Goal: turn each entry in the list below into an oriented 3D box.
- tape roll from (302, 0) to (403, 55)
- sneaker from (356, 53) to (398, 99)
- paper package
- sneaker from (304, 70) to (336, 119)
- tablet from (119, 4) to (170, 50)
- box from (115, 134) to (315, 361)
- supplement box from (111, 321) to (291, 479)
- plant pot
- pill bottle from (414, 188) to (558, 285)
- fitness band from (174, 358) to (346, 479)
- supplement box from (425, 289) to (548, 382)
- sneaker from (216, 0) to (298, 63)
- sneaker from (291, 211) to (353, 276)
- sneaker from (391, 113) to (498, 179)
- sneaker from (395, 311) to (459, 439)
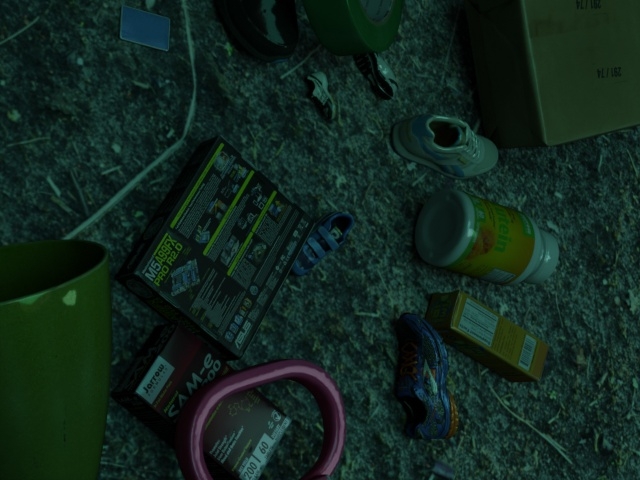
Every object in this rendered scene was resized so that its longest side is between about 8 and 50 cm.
[{"bbox_3d":[0.051,-0.462,1.935,0.321,0.077,0.321,-2,90,-68],"label":"tape roll"},{"bbox_3d":[0.098,-0.296,2.063,0.109,0.040,0.044,60,36,-16],"label":"sneaker"},{"bbox_3d":[0.456,-0.340,2.205,0.325,0.168,0.309,-16,100,-28],"label":"paper package"},{"bbox_3d":[-0.002,-0.237,1.977,0.037,0.032,0.083,-19,88,-25],"label":"sneaker"},{"bbox_3d":[-0.264,-0.319,1.801,0.083,0.006,0.054,10,75,-35],"label":"tablet"},{"bbox_3d":[-0.150,0.012,1.790,0.216,0.060,0.270,41,58,-23],"label":"box"},{"bbox_3d":[-0.168,0.241,1.722,0.239,0.073,0.130,44,58,-22],"label":"supplement box"},{"bbox_3d":[-0.372,0.179,1.480,0.275,0.275,0.293,-21,109,-39],"label":"plant pot"},{"bbox_3d":[0.297,0.003,2.088,0.246,0.136,0.136,16,71,-35],"label":"pill bottle"},{"bbox_3d":[-0.076,0.281,1.704,0.291,0.054,0.209,-13,89,-41],"label":"fitness band"},{"bbox_3d":[0.290,0.169,2.089,0.233,0.078,0.080,33,66,-28],"label":"supplement box"},{"bbox_3d":[-0.093,-0.450,1.876,0.125,0.140,0.340,-14,91,-40],"label":"sneaker"},{"bbox_3d":[0.000,0.000,1.908,0.053,0.059,0.144,53,55,-20],"label":"sneaker"},{"bbox_3d":[0.237,-0.165,2.105,0.229,0.092,0.087,9,74,-38],"label":"sneaker"},{"bbox_3d":[0.164,0.228,1.980,0.087,0.083,0.221,-12,85,-31],"label":"sneaker"}]
